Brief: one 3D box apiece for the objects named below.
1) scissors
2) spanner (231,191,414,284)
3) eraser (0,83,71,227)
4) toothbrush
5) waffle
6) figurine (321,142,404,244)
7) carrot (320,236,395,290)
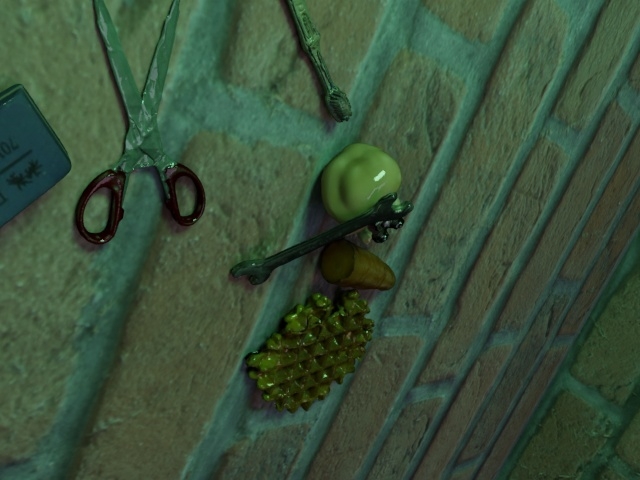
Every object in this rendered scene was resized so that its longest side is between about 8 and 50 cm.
[{"bbox_3d":[-0.180,-0.117,0.549,0.144,0.017,0.247,-15,125,-38],"label":"scissors"},{"bbox_3d":[0.000,0.000,0.705,0.254,0.015,0.054,-25,142,12],"label":"spanner"},{"bbox_3d":[-0.291,-0.034,0.421,0.225,0.036,0.082,-54,141,-35],"label":"eraser"},{"bbox_3d":[-0.019,-0.251,0.610,0.026,0.028,0.294,-44,133,-15],"label":"toothbrush"},{"bbox_3d":[-0.006,0.183,0.893,0.228,0.051,0.231,-44,139,-14],"label":"waffle"},{"bbox_3d":[0.070,-0.052,0.774,0.114,0.108,0.196,-35,145,2],"label":"figurine"},{"bbox_3d":[0.075,0.054,0.879,0.205,0.072,0.072,25,97,-55],"label":"carrot"}]
